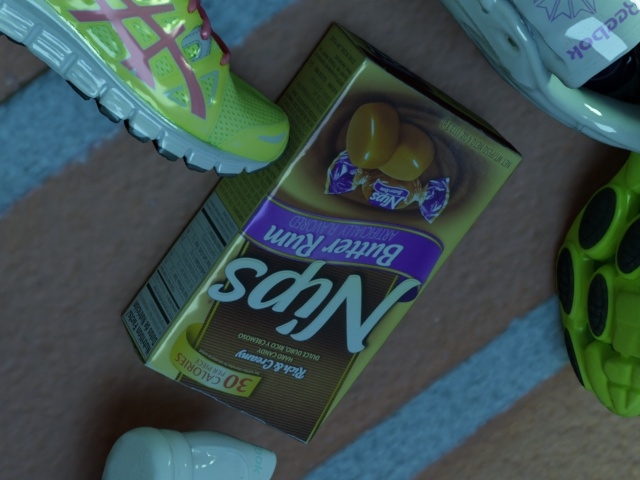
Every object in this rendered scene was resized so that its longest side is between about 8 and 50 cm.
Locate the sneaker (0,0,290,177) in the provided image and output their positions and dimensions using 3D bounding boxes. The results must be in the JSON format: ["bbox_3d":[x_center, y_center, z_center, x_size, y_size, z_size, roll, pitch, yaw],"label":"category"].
[{"bbox_3d":[-0.081,-0.106,0.823,0.208,0.081,0.094,36,98,-31],"label":"sneaker"}]

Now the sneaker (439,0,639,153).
[{"bbox_3d":[0.085,-0.155,0.819,0.114,0.152,0.305,-41,122,6],"label":"sneaker"}]

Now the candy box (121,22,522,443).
[{"bbox_3d":[0.000,0.000,0.927,0.109,0.053,0.186,29,105,-31],"label":"candy box"}]

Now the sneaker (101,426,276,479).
[{"bbox_3d":[-0.075,0.195,0.945,0.094,0.080,0.212,5,113,-35],"label":"sneaker"}]

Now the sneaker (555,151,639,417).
[{"bbox_3d":[0.216,-0.029,0.958,0.123,0.109,0.295,6,119,-29],"label":"sneaker"}]
